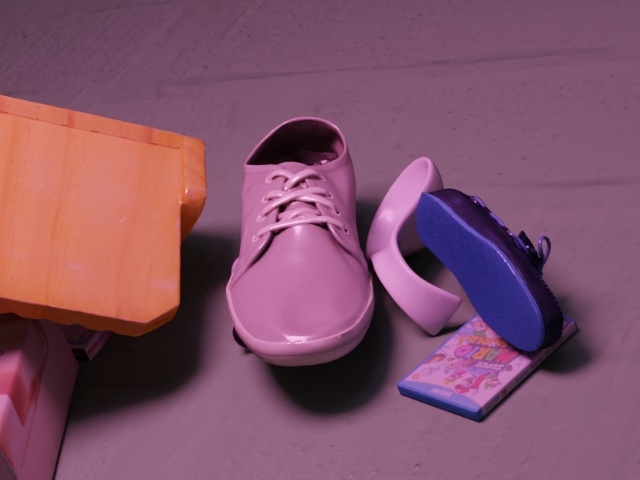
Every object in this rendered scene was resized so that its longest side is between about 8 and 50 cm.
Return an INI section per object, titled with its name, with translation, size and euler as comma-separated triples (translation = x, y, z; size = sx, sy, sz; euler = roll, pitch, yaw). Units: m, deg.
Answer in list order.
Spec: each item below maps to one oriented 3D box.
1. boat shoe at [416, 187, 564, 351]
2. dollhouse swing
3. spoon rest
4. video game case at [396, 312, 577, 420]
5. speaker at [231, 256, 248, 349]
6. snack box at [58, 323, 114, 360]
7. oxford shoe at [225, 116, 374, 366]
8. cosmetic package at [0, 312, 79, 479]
[boat shoe]
translation = 0.198, 0.015, 1.976
size = 0.089, 0.109, 0.258
euler = -8, 44, -27
[dollhouse swing]
translation = -0.338, 0.009, 2.204
size = 0.347, 0.315, 0.305
euler = 11, 61, -17
[spoon rest]
translation = 0.100, -0.002, 2.124
size = 0.137, 0.084, 0.276
euler = -53, 23, 23
[video game case]
translation = 0.177, 0.124, 1.958
size = 0.166, 0.015, 0.119
euler = -39, 35, -29
[speaker]
translation = -0.078, 0.071, 2.164
size = 0.055, 0.055, 0.136
euler = -17, 30, 6
[snack box]
translation = -0.341, 0.119, 2.280
size = 0.178, 0.022, 0.064
euler = 0, 35, 32
[oxford shoe]
translation = -0.026, -0.008, 2.109
size = 0.169, 0.130, 0.449
euler = -4, 31, 3
[cosmetic package]
translation = -0.380, 0.197, 2.069
size = 0.153, 0.129, 0.296
euler = -16, 29, 10
